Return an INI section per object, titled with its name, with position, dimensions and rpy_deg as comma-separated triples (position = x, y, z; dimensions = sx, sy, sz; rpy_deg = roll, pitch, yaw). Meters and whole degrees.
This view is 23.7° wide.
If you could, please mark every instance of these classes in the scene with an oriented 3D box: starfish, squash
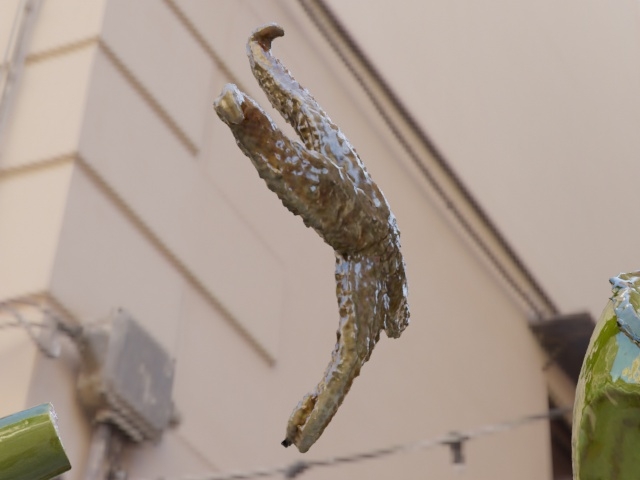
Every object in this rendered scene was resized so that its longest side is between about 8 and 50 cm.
[starfish]
position = 0.010, -0.001, 1.139
dimensions = 0.094, 0.327, 0.375
rpy_deg = -13, -42, 18
[squash]
position = -0.327, 0.210, 1.253
dimensions = 0.250, 0.083, 0.083
rpy_deg = -23, -40, -10

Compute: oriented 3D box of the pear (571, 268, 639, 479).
[pear]
position = 0.218, 0.166, 0.839
dimensions = 0.164, 0.238, 0.255
rpy_deg = -4, -63, -36
